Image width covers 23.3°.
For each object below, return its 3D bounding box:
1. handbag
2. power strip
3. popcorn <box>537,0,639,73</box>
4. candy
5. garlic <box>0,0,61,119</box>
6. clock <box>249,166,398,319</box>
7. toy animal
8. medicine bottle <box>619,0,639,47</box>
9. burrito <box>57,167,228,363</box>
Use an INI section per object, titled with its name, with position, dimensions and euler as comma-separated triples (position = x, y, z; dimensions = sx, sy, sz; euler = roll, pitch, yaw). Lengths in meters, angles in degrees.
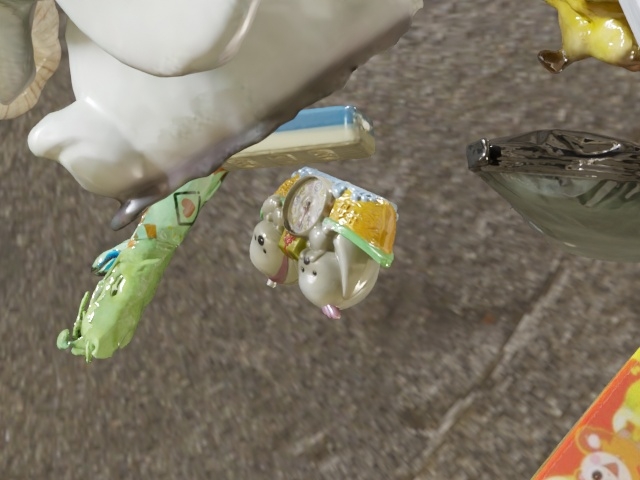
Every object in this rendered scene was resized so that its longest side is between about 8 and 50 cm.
[handbag]
position = 0.267, -0.035, 1.474
dimensions = 0.192, 0.332, 0.075
euler = 7, 81, 26
[power strip]
position = -0.022, -0.074, 1.139
dimensions = 0.123, 0.056, 0.032
euler = -5, 83, 15
[popcorn]
position = 0.176, -0.145, 0.790
dimensions = 0.167, 0.148, 0.152
euler = 29, 109, -5
[candy]
position = 0.232, 0.222, 1.370
dimensions = 0.088, 0.146, 0.276
euler = 40, 62, 10
[garlic]
position = -0.339, -0.196, 1.538
dimensions = 0.199, 0.226, 0.199
euler = -9, 111, -23
[clock]
position = 0.000, 0.000, 1.721
dimensions = 0.103, 0.231, 0.144
euler = 25, 91, -36
[toy animal]
position = -0.113, -0.144, 0.762
dimensions = 0.289, 0.249, 0.174
euler = 44, 61, 2
[medicine bottle]
position = 0.227, -0.012, 0.530
dimensions = 0.242, 0.242, 0.395
euler = -13, 63, -9
[burrito]
position = -0.145, -0.011, 1.361
dimensions = 0.054, 0.104, 0.288
euler = 36, 65, -17
